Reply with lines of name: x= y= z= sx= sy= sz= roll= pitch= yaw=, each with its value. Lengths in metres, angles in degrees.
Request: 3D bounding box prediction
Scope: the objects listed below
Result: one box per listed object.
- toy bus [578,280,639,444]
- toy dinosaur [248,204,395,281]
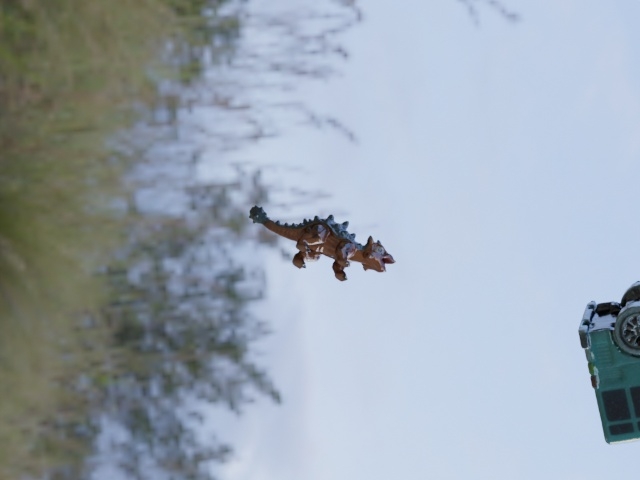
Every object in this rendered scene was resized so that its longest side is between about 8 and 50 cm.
toy bus: x=0.380 y=0.104 z=1.595 sx=0.128 sy=0.256 sz=0.147 roll=-42 pitch=121 yaw=-72
toy dinosaur: x=0.000 y=0.000 z=1.693 sx=0.049 sy=0.154 sz=0.055 roll=102 pitch=10 yaw=-62
